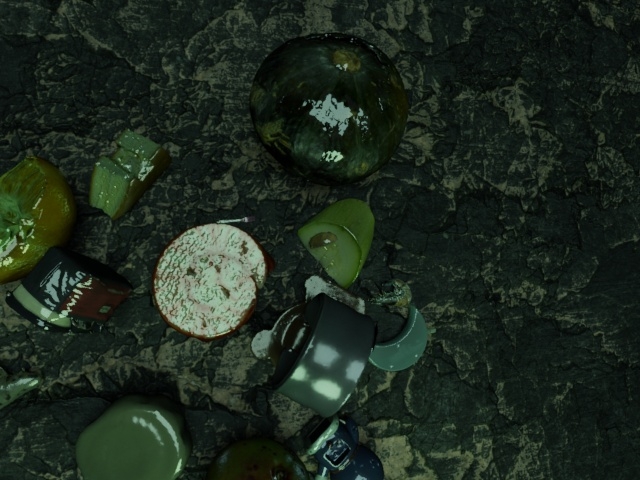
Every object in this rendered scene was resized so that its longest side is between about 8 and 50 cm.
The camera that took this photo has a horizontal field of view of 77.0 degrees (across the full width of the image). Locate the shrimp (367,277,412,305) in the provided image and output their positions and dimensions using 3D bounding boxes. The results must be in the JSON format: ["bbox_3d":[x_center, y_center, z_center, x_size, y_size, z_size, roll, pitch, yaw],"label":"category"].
[{"bbox_3d":[0.219,0.169,1.290,0.161,0.034,0.091,-1,73,-19],"label":"shrimp"}]

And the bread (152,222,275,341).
[{"bbox_3d":[-0.307,0.109,1.128,0.295,0.114,0.327,28,81,-9],"label":"bread"}]

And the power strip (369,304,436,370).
[{"bbox_3d":[0.249,0.314,1.269,0.254,0.054,0.167,-24,93,-14],"label":"power strip"}]

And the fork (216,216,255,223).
[{"bbox_3d":[-0.254,-0.060,1.212,0.115,0.012,0.016,-7,82,-9],"label":"fork"}]

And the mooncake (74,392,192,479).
[{"bbox_3d":[-0.473,0.531,1.042,0.275,0.135,0.274,1,85,-9],"label":"mooncake"}]

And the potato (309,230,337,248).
[{"bbox_3d":[0.000,-0.001,1.206,0.093,0.036,0.037,-16,104,22],"label":"potato"}]

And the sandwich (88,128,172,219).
[{"bbox_3d":[-0.532,-0.176,1.100,0.122,0.128,0.235,33,78,0],"label":"sandwich"}]

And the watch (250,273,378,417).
[{"bbox_3d":[0.007,0.268,1.076,0.314,0.327,0.335,31,78,-9],"label":"watch"}]

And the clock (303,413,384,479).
[{"bbox_3d":[0.069,0.637,1.154,0.200,0.146,0.243,-41,87,-18],"label":"clock"}]

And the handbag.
[{"bbox_3d":[-0.601,0.140,0.990,0.181,0.254,0.181,35,79,8],"label":"handbag"}]

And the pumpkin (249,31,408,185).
[{"bbox_3d":[0.027,-0.369,1.119,0.455,0.344,0.454,2,64,-5],"label":"pumpkin"}]

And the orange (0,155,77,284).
[{"bbox_3d":[-0.729,-0.032,0.978,0.196,0.263,0.334,46,66,-38],"label":"orange"}]

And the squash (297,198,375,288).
[{"bbox_3d":[0.082,-0.009,1.280,0.204,0.155,0.237,-38,96,23],"label":"squash"}]

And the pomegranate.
[{"bbox_3d":[-0.175,0.673,1.063,0.291,0.323,0.290,12,50,-14],"label":"pomegranate"}]

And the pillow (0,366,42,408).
[{"bbox_3d":[-0.837,0.390,1.011,0.241,0.051,0.093,-33,92,-12],"label":"pillow"}]
